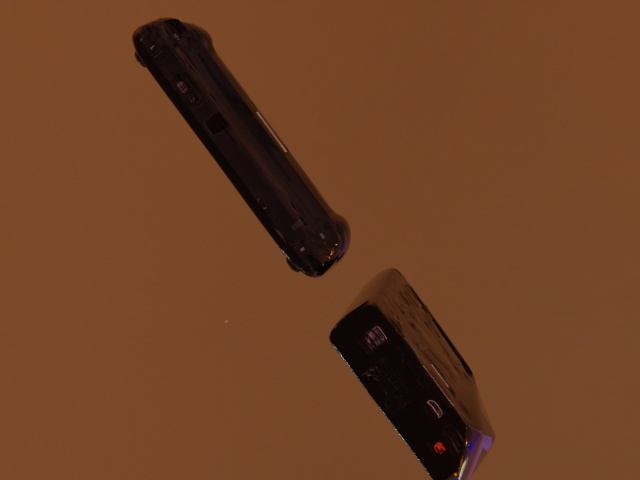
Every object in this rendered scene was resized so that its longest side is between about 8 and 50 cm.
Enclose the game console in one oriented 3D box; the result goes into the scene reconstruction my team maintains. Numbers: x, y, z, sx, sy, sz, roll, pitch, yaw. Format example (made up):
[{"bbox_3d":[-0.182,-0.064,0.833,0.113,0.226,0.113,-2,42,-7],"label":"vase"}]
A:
[{"bbox_3d":[0.000,0.000,0.928,0.044,0.213,0.361,-36,-91,8],"label":"game console"}]
